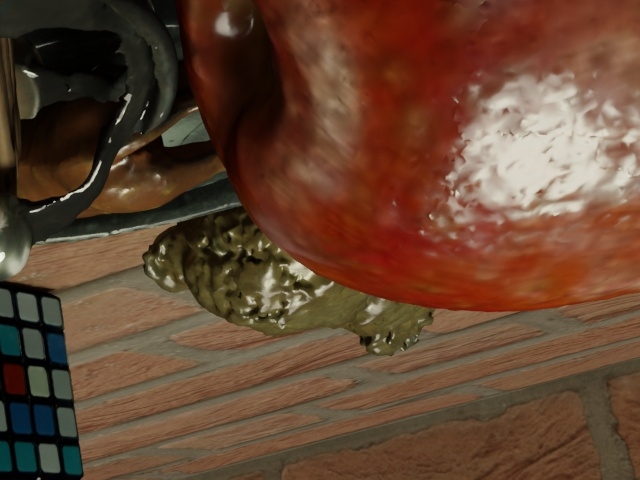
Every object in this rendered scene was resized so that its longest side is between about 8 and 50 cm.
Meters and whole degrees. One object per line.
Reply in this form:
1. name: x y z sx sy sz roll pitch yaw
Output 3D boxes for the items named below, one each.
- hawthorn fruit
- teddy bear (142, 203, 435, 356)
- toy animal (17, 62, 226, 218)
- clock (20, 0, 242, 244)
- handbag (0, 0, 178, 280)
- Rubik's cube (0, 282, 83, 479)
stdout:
1. hawthorn fruit: 0.079 -0.104 0.578 0.284 0.284 0.284 -11 165 -3
2. teddy bear: 0.000 0.000 1.105 0.267 0.156 0.256 -19 162 32
3. toy animal: -0.132 -0.040 0.742 0.229 0.066 0.224 -17 -174 -15
4. clock: -0.121 -0.091 0.825 0.386 0.076 0.386 -11 166 -3
5. handbag: -0.193 -0.071 0.540 0.283 0.149 0.302 2 145 -4
6. Rubik's cube: -0.343 0.143 1.313 0.184 0.182 0.187 -17 164 24
